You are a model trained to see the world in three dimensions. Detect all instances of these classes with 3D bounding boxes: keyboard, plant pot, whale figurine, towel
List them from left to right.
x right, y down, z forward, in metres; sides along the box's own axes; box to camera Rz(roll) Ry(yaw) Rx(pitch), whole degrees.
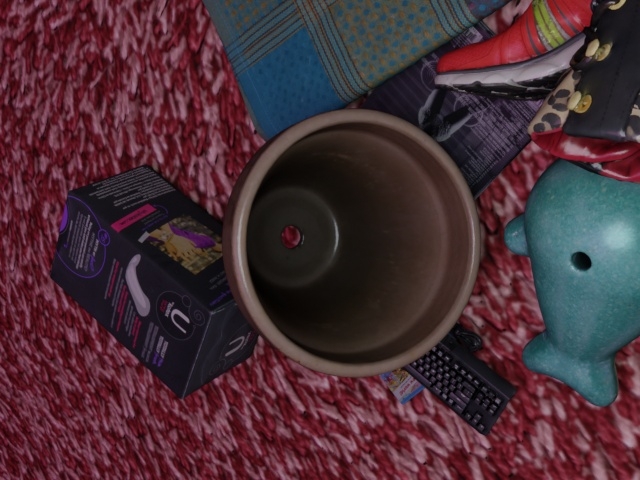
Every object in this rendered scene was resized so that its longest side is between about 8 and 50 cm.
[{"bbox_3d":[0.000,0.000,1.014,0.229,0.263,0.263,5,113,68],"label":"plant pot"},{"bbox_3d":[0.017,-0.290,1.017,0.370,0.040,0.271,-26,85,41],"label":"towel"},{"bbox_3d":[0.138,0.132,1.080,0.180,0.023,0.108,39,126,20],"label":"keyboard"},{"bbox_3d":[0.256,0.041,0.890,0.216,0.141,0.272,29,123,27],"label":"whale figurine"}]

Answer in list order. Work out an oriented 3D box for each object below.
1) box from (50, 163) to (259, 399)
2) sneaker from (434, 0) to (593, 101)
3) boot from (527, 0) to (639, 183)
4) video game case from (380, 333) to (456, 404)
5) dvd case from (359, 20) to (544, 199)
[{"bbox_3d":[-0.209,0.048,1.265,0.270,0.143,0.165,39,129,21],"label":"box"},{"bbox_3d":[0.224,-0.198,0.849,0.279,0.107,0.118,-13,81,41],"label":"sneaker"},{"bbox_3d":[0.216,-0.201,0.696,0.378,0.138,0.284,19,87,18],"label":"boot"},{"bbox_3d":[0.084,0.101,1.136,0.166,0.015,0.119,52,130,11],"label":"video game case"},{"bbox_3d":[0.129,-0.125,1.012,0.164,0.018,0.221,49,129,12],"label":"dvd case"}]
